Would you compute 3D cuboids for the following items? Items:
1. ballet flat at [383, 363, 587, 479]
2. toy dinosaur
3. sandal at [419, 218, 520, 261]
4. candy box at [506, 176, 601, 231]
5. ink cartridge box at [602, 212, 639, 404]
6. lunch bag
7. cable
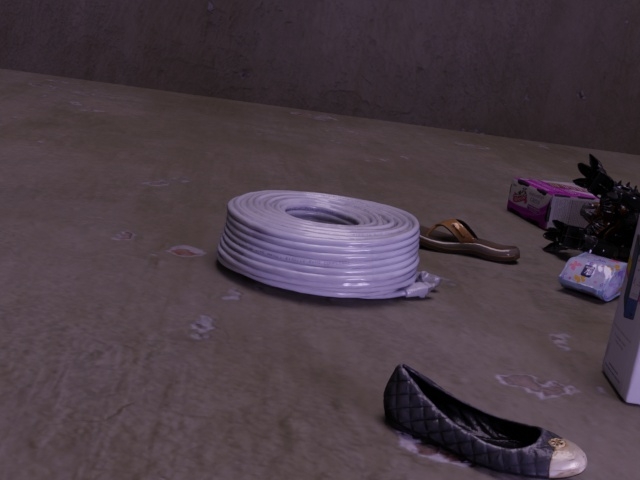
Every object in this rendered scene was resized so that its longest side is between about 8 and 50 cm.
[{"bbox_3d":[0.128,0.148,0.701,0.173,0.049,0.057,16,17,25],"label":"ballet flat"},{"bbox_3d":[0.508,-0.026,1.416,0.219,0.164,0.322,21,-11,-16],"label":"toy dinosaur"},{"bbox_3d":[0.220,-0.007,1.342,0.180,0.049,0.072,11,15,11],"label":"sandal"},{"bbox_3d":[0.505,-0.066,1.683,0.234,0.071,0.159,4,15,-18],"label":"candy box"},{"bbox_3d":[0.388,0.059,0.866,0.154,0.212,0.093,9,14,1],"label":"ink cartridge box"},{"bbox_3d":[0.382,0.051,1.215,0.071,0.053,0.083,19,27,40],"label":"lunch bag"},{"bbox_3d":[0.000,0.000,1.111,0.257,0.089,0.257,-4,20,-41],"label":"cable"}]
